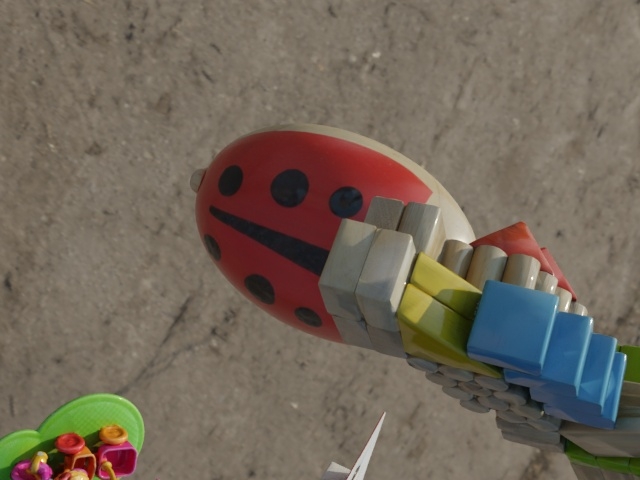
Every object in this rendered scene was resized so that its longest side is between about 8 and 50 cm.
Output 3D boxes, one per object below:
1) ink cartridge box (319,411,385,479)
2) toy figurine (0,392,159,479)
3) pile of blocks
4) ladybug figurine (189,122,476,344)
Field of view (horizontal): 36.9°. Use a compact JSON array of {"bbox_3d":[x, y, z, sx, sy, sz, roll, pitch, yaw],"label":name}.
[{"bbox_3d":[-0.004,0.379,1.289,0.275,0.060,0.239,-44,151,-64],"label":"ink cartridge box"},{"bbox_3d":[-0.224,0.249,0.945,0.173,0.159,0.130,-2,114,-35],"label":"toy figurine"},{"bbox_3d":[0.159,0.063,0.599,0.362,0.149,0.113,35,63,-30],"label":"pile of blocks"},{"bbox_3d":[0.000,0.000,1.355,0.162,0.449,0.305,-31,138,-65],"label":"ladybug figurine"}]
